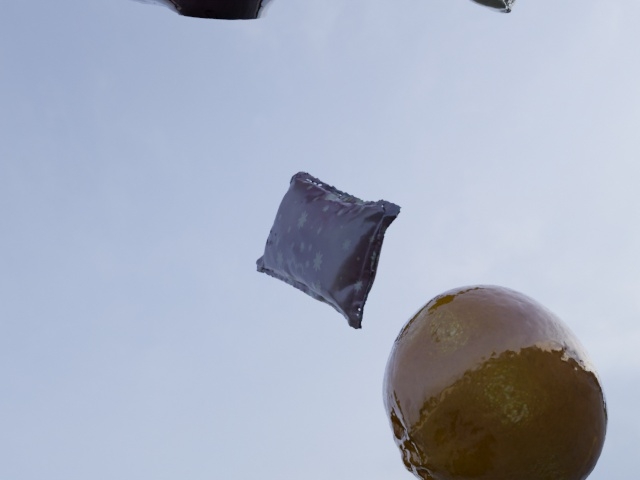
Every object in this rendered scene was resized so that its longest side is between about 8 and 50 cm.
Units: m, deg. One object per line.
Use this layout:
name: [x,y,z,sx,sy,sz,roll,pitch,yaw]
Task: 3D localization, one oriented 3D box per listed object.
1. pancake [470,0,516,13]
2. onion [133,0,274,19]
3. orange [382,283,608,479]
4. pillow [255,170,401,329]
pancake: [0.155,-0.391,1.207,0.283,0.282,0.049,9,-58,-41]
onion: [-0.168,-0.528,1.195,0.399,0.398,0.420,0,-54,-32]
orange: [0.111,0.109,0.594,0.136,0.159,0.159,-31,-30,-14]
pillow: [0.000,0.000,0.819,0.043,0.185,0.118,23,-90,-38]
